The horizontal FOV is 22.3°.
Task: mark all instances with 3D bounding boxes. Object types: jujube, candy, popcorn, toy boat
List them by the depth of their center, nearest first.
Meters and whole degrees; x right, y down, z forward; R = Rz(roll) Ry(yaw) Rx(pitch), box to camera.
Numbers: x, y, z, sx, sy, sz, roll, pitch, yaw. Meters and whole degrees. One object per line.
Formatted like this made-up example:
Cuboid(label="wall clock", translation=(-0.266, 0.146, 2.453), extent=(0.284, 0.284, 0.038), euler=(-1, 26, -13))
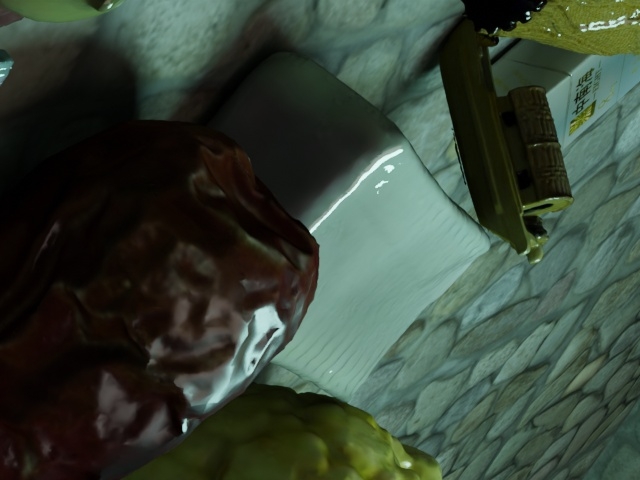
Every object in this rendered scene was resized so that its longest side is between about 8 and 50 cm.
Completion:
Cuboid(label="jujube", translation=(-0.169, 0.066, 1.096), extent=(0.342, 0.216, 0.216), euler=(-42, 159, 5))
Cuboid(label="candy", translation=(0.000, -0.003, 1.350), extent=(0.208, 0.145, 0.358), euler=(-47, 158, 3))
Cuboid(label="toy boat", translation=(0.164, -0.092, 1.427), extent=(0.088, 0.226, 0.068), euler=(-16, 166, 19))
Cuboid(label="popcorn", translation=(-0.063, 0.296, 1.520), extent=(0.344, 0.390, 0.354), euler=(-49, 125, -52))

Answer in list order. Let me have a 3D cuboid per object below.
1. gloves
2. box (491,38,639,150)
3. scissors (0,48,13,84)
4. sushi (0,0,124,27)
Cuboid(label="gloves", translation=(0.254, -0.241, 1.395), extent=(0.356, 0.155, 0.203), euler=(-25, 153, -50))
Cuboid(label="box", translation=(0.257, -0.174, 1.629), extent=(0.243, 0.067, 0.155), euler=(-41, 156, -15))
Cuboid(label="scissors", translation=(-0.262, -0.019, 0.990), extent=(0.256, 0.030, 0.125), euler=(-53, 157, 21))
Cuboid(label="sushi", translation=(-0.146, -0.186, 0.658), extent=(0.270, 0.236, 0.171), euler=(-41, 168, -1))
